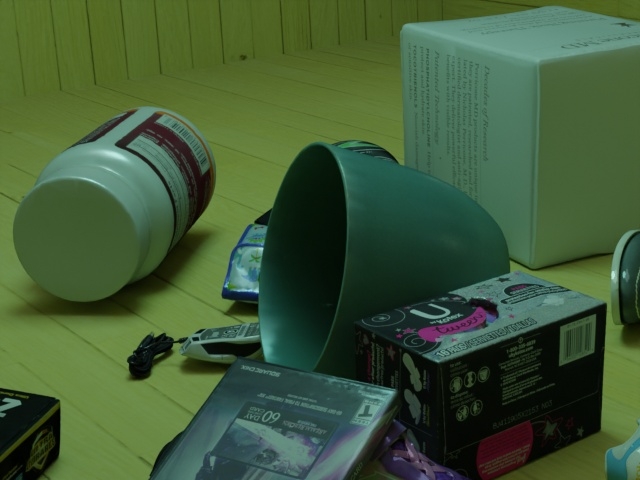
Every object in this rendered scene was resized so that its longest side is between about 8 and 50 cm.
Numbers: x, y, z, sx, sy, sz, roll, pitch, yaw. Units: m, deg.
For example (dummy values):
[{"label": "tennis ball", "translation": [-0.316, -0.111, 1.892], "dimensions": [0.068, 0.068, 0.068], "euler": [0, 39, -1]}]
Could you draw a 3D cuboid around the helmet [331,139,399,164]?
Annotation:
[{"label": "helmet", "translation": [0.053, -0.088, 2.174], "dimensions": [0.169, 0.169, 0.161], "euler": [3, 2, 18]}]

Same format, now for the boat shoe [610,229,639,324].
[{"label": "boat shoe", "translation": [0.472, 0.039, 1.790], "dimensions": [0.099, 0.116, 0.319], "euler": [3, 13, 30]}]

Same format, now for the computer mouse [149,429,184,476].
[{"label": "computer mouse", "translation": [-0.162, 0.247, 1.364], "dimensions": [0.071, 0.041, 0.242], "euler": [4, 20, 19]}]

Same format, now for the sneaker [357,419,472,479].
[{"label": "sneaker", "translation": [0.074, 0.227, 1.288], "dimensions": [0.236, 0.104, 0.095], "euler": [11, 21, 33]}]

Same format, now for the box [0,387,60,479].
[{"label": "box", "translation": [-0.470, 0.222, 1.388], "dimensions": [0.322, 0.079, 0.257], "euler": [8, 18, 14]}]

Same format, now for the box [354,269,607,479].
[{"label": "box", "translation": [0.171, 0.145, 1.425], "dimensions": [0.247, 0.163, 0.142], "euler": [-16, 23, -35]}]

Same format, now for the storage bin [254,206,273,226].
[{"label": "storage bin", "translation": [0.000, 0.000, 2.035], "dimensions": [0.180, 0.084, 0.122], "euler": [3, 19, 21]}]

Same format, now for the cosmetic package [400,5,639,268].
[{"label": "cosmetic package", "translation": [0.367, -0.184, 2.152], "dimensions": [0.329, 0.327, 0.394], "euler": [-11, 21, -25]}]

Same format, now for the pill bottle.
[{"label": "pill bottle", "translation": [-0.310, -0.059, 2.040], "dimensions": [0.224, 0.224, 0.392], "euler": [0, 18, 10]}]

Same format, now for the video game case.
[{"label": "video game case", "translation": [-0.067, 0.228, 1.252], "dimensions": [0.196, 0.026, 0.274], "euler": [8, 45, 33]}]

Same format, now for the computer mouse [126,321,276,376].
[{"label": "computer mouse", "translation": [-0.143, 0.140, 1.699], "dimensions": [0.193, 0.042, 0.106], "euler": [-6, 13, 9]}]

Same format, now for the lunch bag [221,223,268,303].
[{"label": "lunch bag", "translation": [-0.061, 0.044, 1.906], "dimensions": [0.129, 0.096, 0.151], "euler": [5, 33, 15]}]

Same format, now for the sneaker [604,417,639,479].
[{"label": "sneaker", "translation": [0.377, 0.199, 1.355], "dimensions": [0.092, 0.087, 0.229], "euler": [10, 20, 40]}]

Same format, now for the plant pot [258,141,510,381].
[{"label": "plant pot", "translation": [0.084, 0.043, 1.588], "dimensions": [0.235, 0.293, 0.293], "euler": [7, 14, -20]}]
